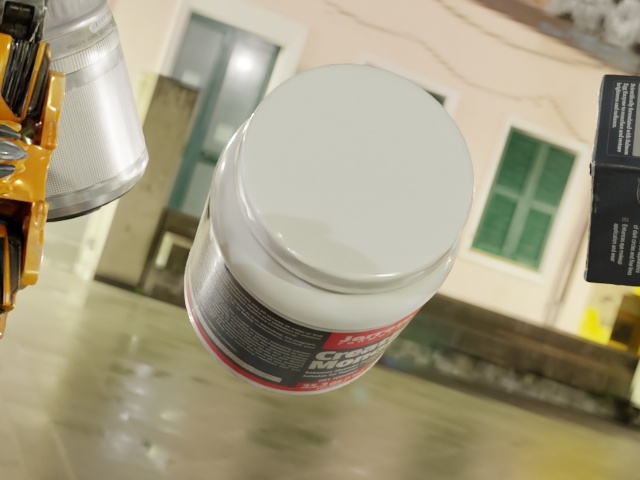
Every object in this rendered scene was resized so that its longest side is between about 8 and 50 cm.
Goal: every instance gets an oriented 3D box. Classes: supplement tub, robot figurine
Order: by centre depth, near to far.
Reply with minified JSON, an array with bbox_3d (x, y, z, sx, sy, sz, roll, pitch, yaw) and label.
[{"bbox_3d":[-0.181,-0.012,0.614,0.085,0.211,0.291,8,-13,-18],"label":"robot figurine"},{"bbox_3d":[0.000,0.000,1.020,0.191,0.191,0.272,18,-24,-5],"label":"supplement tub"}]

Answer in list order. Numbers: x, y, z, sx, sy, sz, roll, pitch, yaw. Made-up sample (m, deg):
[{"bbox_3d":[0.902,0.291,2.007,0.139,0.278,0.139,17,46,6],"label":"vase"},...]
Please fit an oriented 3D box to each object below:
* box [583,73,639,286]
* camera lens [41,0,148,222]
[{"bbox_3d":[0.285,-0.038,0.988,0.158,0.093,0.156,6,-34,13],"label":"box"},{"bbox_3d":[-0.340,-0.175,1.590,0.219,0.274,0.219,-8,26,4],"label":"camera lens"}]
